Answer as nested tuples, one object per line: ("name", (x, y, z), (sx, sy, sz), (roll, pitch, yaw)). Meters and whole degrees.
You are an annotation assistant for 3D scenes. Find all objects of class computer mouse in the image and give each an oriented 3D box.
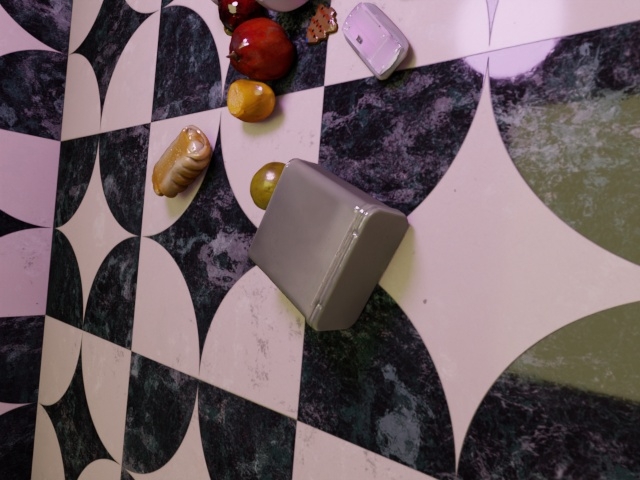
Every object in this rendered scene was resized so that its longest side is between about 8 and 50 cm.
("computer mouse", (0.147, -0.535, 1.266), (0.126, 0.056, 0.245), (-47, 59, 28))

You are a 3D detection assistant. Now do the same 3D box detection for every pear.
("pear", (-0.138, -0.161, 1.421), (0.162, 0.148, 0.149), (-23, 72, 40))

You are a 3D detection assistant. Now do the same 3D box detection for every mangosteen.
("mangosteen", (-0.271, -0.759, 1.590), (0.166, 0.166, 0.180), (64, 148, 24))

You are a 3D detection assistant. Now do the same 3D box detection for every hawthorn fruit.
("hawthorn fruit", (-0.200, -0.583, 1.469), (0.189, 0.251, 0.190), (30, 133, 38))

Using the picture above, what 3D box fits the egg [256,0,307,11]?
("egg", (-0.102, -0.791, 1.439), (0.270, 0.162, 0.206), (-13, 46, 4))

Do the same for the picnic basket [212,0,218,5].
("picnic basket", (-0.320, -0.923, 1.611), (0.196, 0.134, 0.154), (-39, 22, 32))

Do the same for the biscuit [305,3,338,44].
("biscuit", (-0.001, -0.646, 1.428), (0.130, 0.019, 0.119), (-44, 60, 30))

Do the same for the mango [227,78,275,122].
("mango", (-0.217, -0.456, 1.526), (0.217, 0.102, 0.141), (4, 113, 53))

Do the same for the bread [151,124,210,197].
("bread", (-0.524, -0.285, 1.780), (0.311, 0.121, 0.173), (-37, 61, 33))

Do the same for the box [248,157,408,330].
("box", (0.000, 0.000, 1.275), (0.344, 0.177, 0.352), (39, 112, 37))
